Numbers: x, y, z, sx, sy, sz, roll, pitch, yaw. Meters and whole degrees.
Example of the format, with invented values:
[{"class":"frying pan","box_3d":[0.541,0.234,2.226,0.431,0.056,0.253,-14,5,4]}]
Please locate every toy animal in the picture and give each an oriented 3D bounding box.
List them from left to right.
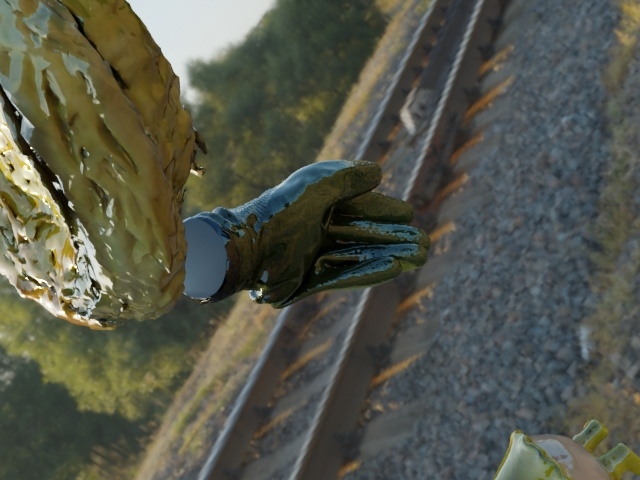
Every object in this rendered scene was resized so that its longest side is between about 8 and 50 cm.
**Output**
[{"class":"toy animal","box_3d":[0.207,0.270,0.898,0.230,0.156,0.156,-41,6,-9]}]

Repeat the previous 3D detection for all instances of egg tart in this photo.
[{"class":"egg tart","box_3d":[-0.149,-0.070,0.476,0.107,0.291,0.291,-43,2,-26]}]

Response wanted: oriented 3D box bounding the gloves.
[{"class":"gloves","box_3d":[-0.012,-0.004,0.806,0.107,0.268,0.135,30,116,44]}]
